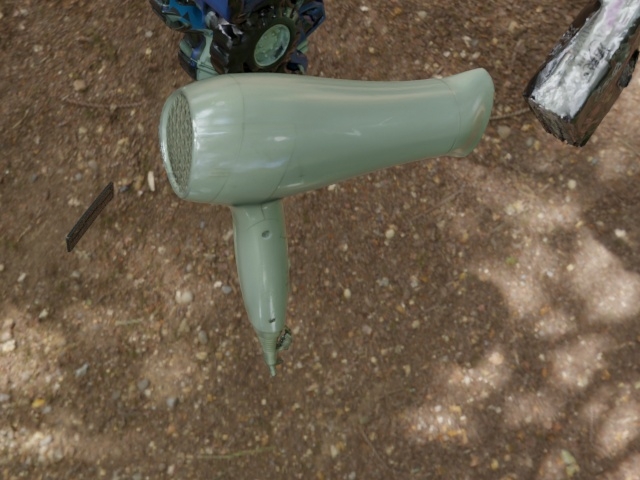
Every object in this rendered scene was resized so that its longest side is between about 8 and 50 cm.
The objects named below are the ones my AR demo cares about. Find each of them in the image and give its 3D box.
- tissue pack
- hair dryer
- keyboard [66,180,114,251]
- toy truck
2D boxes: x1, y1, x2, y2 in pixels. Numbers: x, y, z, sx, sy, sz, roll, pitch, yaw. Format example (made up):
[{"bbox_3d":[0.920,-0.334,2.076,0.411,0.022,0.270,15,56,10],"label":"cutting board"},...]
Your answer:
[{"bbox_3d":[0.503,-0.316,1.277,0.123,0.332,0.245,34,102,20],"label":"tissue pack"},{"bbox_3d":[0.000,0.000,0.455,0.206,0.075,0.237,-8,129,-25],"label":"hair dryer"},{"bbox_3d":[-0.434,-0.047,1.287,0.010,0.155,0.053,25,143,2],"label":"keyboard"},{"bbox_3d":[-0.056,-0.190,0.549,0.126,0.113,0.208,-42,159,-11],"label":"toy truck"}]
